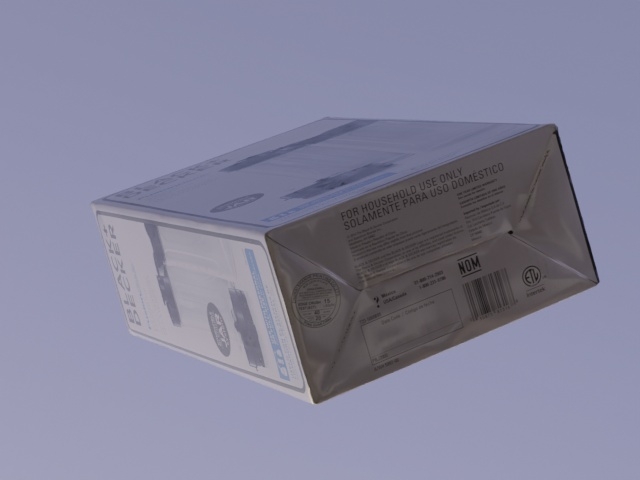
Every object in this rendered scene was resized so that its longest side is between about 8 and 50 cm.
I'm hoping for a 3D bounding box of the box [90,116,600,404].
[{"bbox_3d":[0.000,0.000,1.070,0.169,0.290,0.087,-21,-79,-19],"label":"box"}]
